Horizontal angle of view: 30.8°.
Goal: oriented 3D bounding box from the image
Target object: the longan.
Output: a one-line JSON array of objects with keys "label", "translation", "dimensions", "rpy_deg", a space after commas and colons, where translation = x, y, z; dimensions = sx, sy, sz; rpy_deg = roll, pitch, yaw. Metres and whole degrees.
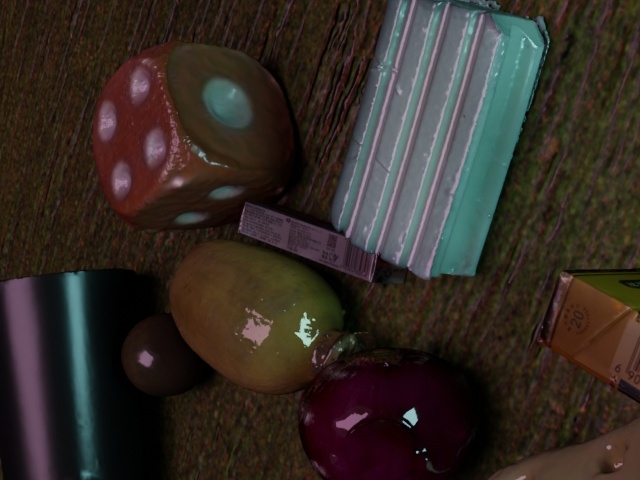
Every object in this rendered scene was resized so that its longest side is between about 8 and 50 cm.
[{"label": "longan", "translation": [-0.184, 0.137, 1.426], "dimensions": [0.119, 0.106, 0.106], "rpy_deg": [-32, 57, -5]}]

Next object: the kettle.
[{"label": "kettle", "translation": [-0.347, 0.202, 1.523], "dimensions": [0.262, 0.203, 0.308], "rpy_deg": [-11, 84, 45]}]

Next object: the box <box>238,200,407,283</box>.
[{"label": "box", "translation": [0.000, 0.000, 1.253], "dimensions": [0.218, 0.055, 0.040], "rpy_deg": [20, 102, 46]}]

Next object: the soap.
[{"label": "soap", "translation": [0.112, -0.107, 1.116], "dimensions": [0.150, 0.094, 0.261], "rpy_deg": [28, 108, 39]}]

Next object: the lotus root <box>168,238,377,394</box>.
[{"label": "lotus root", "translation": [-0.073, 0.080, 1.274], "dimensions": [0.303, 0.131, 0.146], "rpy_deg": [25, 108, 45]}]

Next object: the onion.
[{"label": "onion", "translation": [0.068, 0.201, 1.096], "dimensions": [0.173, 0.135, 0.198], "rpy_deg": [-14, 89, 9]}]

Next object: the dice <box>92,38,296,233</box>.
[{"label": "dice", "translation": [-0.148, -0.111, 1.330], "dimensions": [0.179, 0.175, 0.174], "rpy_deg": [-34, 65, 40]}]

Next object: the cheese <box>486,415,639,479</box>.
[{"label": "cheese", "translation": [0.233, 0.229, 0.931], "dimensions": [0.263, 0.093, 0.159], "rpy_deg": [-30, 41, 42]}]

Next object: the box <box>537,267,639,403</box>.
[{"label": "box", "translation": [0.298, 0.097, 0.855], "dimensions": [0.237, 0.152, 0.070], "rpy_deg": [36, 115, 42]}]
